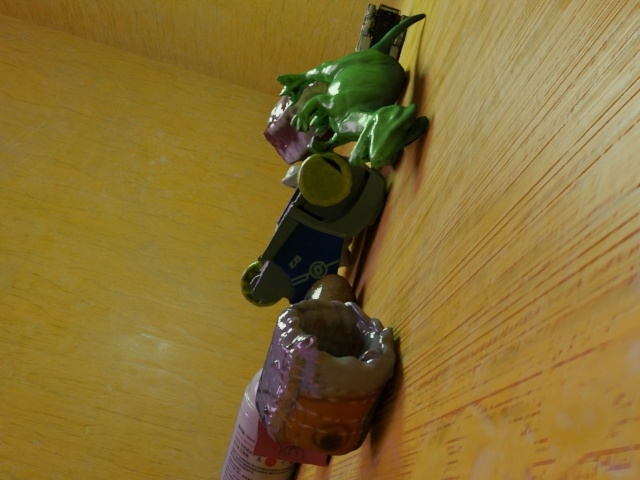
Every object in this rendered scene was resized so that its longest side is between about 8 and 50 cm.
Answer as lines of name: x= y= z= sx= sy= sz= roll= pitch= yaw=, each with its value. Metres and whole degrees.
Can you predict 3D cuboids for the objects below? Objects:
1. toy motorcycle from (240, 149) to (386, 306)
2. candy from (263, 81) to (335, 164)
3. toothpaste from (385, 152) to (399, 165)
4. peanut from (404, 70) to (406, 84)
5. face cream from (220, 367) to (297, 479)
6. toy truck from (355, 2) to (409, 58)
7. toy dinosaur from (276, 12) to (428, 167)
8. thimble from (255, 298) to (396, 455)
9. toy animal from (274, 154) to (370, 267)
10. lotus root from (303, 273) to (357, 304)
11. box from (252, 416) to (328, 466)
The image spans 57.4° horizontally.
toy motorcycle: x=0.000 y=0.000 z=1.087 sx=0.326 sy=0.200 sz=0.191 roll=-62 pitch=3 yaw=4
candy: x=-0.007 y=-0.282 z=1.275 sx=0.214 sy=0.157 sz=0.289 roll=-39 pitch=8 yaw=42
toothpaste: x=0.120 y=-0.179 z=1.107 sx=0.297 sy=0.048 sz=0.074 roll=-72 pitch=0 yaw=-74
peanut: x=0.144 y=-0.347 z=1.266 sx=0.174 sy=0.080 sz=0.080 roll=-85 pitch=12 yaw=-72
face cream: x=-0.085 y=0.332 z=1.141 sx=0.145 sy=0.145 sz=0.369 roll=-81 pitch=8 yaw=-71
toy truck: x=0.150 y=-0.510 z=1.621 sx=0.157 sy=0.124 sz=0.272 roll=116 pitch=170 yaw=-74
toy dinosaur: x=0.130 y=-0.302 z=0.995 sx=0.500 sy=0.144 sz=0.374 roll=-46 pitch=31 yaw=-20
thimble: x=0.005 y=0.134 z=0.609 sx=0.151 sy=0.127 sz=0.117 roll=-100 pitch=24 yaw=-72
toy animal: x=-0.013 y=-0.035 z=1.288 sx=0.271 sy=0.206 sz=0.265 roll=117 pitch=173 yaw=-64
lotus root: x=0.010 y=0.141 z=0.936 sx=0.192 sy=0.088 sz=0.113 roll=-78 pitch=-12 yaw=-48
box: x=-0.038 y=0.269 z=0.878 sx=0.156 sy=0.111 sz=0.060 roll=-79 pitch=-2 yaw=-78
